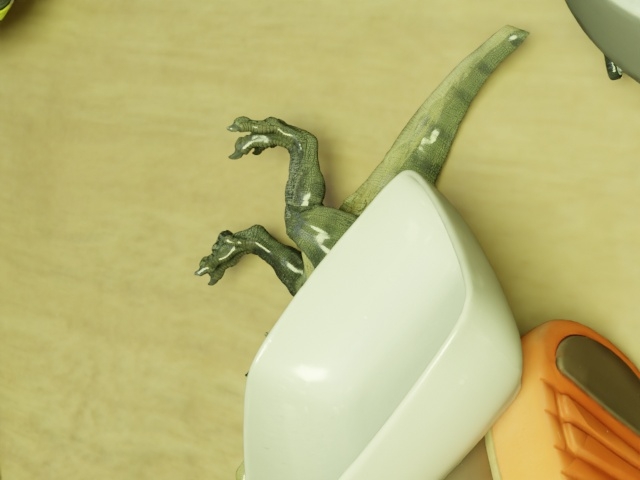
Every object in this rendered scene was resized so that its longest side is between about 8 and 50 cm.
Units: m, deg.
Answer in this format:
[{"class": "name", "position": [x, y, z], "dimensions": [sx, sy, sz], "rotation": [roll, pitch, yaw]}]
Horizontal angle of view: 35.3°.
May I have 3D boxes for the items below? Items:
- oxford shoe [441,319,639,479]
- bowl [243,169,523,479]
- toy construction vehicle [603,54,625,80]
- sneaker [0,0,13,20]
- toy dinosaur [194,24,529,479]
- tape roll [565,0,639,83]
[{"class": "oxford shoe", "position": [0.083, 0.208, 0.352], "dimensions": [0.133, 0.130, 0.363], "rotation": [-37, 34, 35]}, {"class": "bowl", "position": [0.026, 0.055, 0.419], "dimensions": [0.142, 0.053, 0.142], "rotation": [-51, 21, 18]}, {"class": "toy construction vehicle", "position": [0.159, -0.126, 0.432], "dimensions": [0.086, 0.035, 0.098], "rotation": [-13, 87, 35]}, {"class": "sneaker", "position": [-0.320, -0.210, 0.744], "dimensions": [0.385, 0.145, 0.147], "rotation": [0, 55, 38]}, {"class": "toy dinosaur", "position": [0.000, 0.000, 0.518], "dimensions": [0.118, 0.064, 0.268], "rotation": [27, 102, 19]}, {"class": "tape roll", "position": [0.183, -0.152, 0.357], "dimensions": [0.219, 0.072, 0.219], "rotation": [-6, 74, 23]}]
